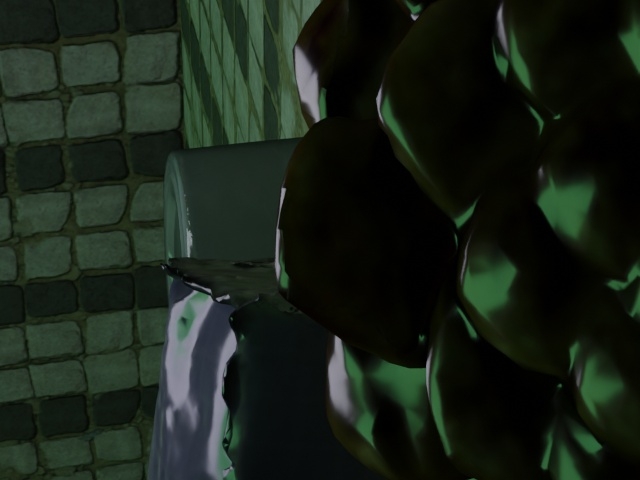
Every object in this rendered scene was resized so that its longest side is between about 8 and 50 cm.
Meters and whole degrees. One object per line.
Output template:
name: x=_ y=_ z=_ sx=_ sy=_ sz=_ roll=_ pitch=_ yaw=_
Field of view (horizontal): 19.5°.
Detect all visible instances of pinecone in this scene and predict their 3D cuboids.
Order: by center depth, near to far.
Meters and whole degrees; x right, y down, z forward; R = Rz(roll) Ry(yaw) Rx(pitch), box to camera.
pinecone: x=0.112 y=0.006 z=0.398 sx=0.264 sy=0.264 sz=0.264 roll=173 pitch=90 yaw=-80

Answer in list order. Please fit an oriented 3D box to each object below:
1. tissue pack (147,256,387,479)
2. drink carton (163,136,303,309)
tissue pack: x=0.041 y=0.186 z=0.700 sx=0.125 sy=0.242 sz=0.343 roll=20 pitch=104 yaw=64
drink carton: x=0.000 y=0.000 z=1.175 sx=0.191 sy=0.190 sz=0.185 roll=135 pitch=133 yaw=-76
